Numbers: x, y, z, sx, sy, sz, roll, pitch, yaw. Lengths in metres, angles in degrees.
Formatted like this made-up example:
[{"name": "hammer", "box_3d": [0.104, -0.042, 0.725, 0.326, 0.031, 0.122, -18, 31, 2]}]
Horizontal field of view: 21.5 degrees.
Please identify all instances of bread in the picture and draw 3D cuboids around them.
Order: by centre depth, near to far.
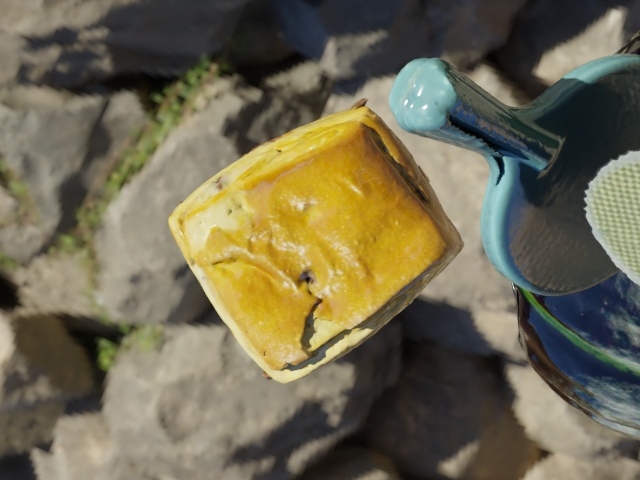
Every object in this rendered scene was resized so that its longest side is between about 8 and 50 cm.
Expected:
[{"name": "bread", "box_3d": [0.000, 0.000, 1.573, 0.210, 0.235, 0.099, 56, -179, -12]}]

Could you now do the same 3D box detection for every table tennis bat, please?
[{"name": "table tennis bat", "box_3d": [0.103, -0.038, 0.750, 0.201, 0.124, 0.033, 20, -165, -45]}]

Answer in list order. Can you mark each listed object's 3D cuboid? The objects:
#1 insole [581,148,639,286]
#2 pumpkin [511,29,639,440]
[{"name": "insole", "box_3d": [0.255, 0.036, 0.756, 0.322, 0.007, 0.109, 27, 135, -19]}, {"name": "pumpkin", "box_3d": [0.262, -0.003, 1.008, 0.296, 0.295, 0.296, 19, 157, 8]}]
